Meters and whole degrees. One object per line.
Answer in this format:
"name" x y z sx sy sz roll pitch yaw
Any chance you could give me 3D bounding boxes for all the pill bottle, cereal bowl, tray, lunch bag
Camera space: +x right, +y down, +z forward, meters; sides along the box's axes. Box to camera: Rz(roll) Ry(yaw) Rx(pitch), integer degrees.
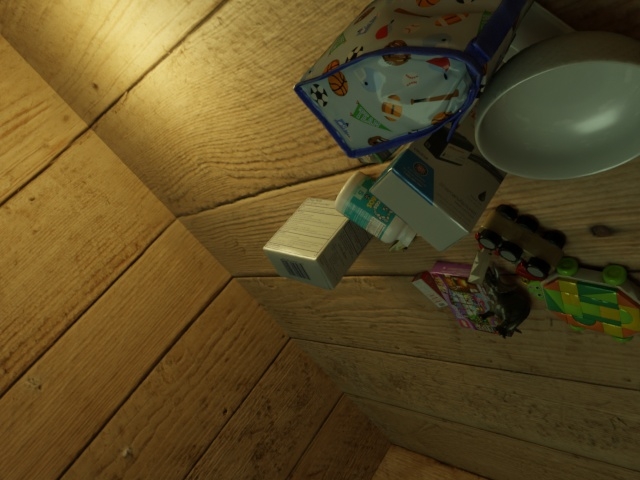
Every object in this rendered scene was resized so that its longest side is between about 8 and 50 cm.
"pill bottle" 0.185 -0.089 1.736 0.264 0.146 0.146 34 153 8
"cereal bowl" 0.463 -0.263 1.053 0.339 0.141 0.339 4 153 2
"tray" 0.361 -0.436 1.097 0.270 0.030 0.145 37 154 2
"lunch bag" 0.199 -0.347 1.039 0.239 0.327 0.385 45 151 -23

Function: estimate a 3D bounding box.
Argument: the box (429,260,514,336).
"box" 0.513 0.196 1.872 0.201 0.057 0.293 6 139 48

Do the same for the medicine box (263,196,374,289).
"medicine box" 0.000 0.000 1.946 0.264 0.289 0.149 11 140 43

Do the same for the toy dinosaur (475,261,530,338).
"toy dinosaur" 0.589 0.219 1.730 0.313 0.160 0.121 38 -176 -30

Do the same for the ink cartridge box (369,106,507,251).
"ink cartridge box" 0.295 -0.166 1.296 0.223 0.307 0.129 40 151 -1

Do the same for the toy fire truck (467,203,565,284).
"toy fire truck" 0.519 0.048 1.555 0.217 0.158 0.246 32 165 12

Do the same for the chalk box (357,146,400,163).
"chalk box" 0.144 -0.285 1.421 0.132 0.132 0.213 48 173 -17

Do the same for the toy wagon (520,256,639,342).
"toy wagon" 0.717 0.161 1.549 0.344 0.068 0.267 12 143 42

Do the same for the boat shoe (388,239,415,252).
"boat shoe" 0.275 0.016 1.895 0.045 0.050 0.135 44 154 2

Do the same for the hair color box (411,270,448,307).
"hair color box" 0.400 0.175 1.997 0.141 0.043 0.072 43 153 -6
